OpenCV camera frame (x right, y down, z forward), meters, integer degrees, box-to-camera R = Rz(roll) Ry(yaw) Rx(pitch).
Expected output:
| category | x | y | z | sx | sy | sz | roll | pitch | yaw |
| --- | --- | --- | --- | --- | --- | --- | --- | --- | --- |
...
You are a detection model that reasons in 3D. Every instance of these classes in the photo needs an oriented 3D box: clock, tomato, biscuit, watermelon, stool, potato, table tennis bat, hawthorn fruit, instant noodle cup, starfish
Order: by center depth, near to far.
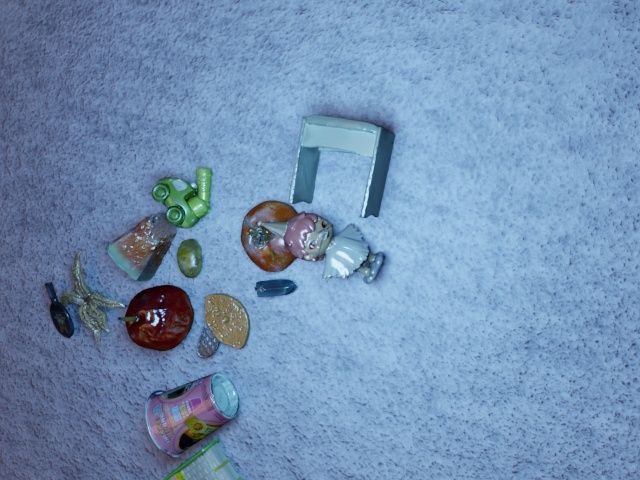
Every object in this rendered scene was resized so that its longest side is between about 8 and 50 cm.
| category | x | y | z | sx | sy | sz | roll | pitch | yaw |
| --- | --- | --- | --- | --- | --- | --- | --- | --- | --- |
| stool | 0.065 | -0.219 | 1.567 | 0.243 | 0.170 | 0.270 | 14 | 98 | 21 |
| tomato | -0.166 | -0.012 | 1.710 | 0.236 | 0.095 | 0.237 | 1 | 94 | 22 |
| instant noodle cup | -0.425 | 0.574 | 1.787 | 0.254 | 0.244 | 0.244 | -29 | 82 | 14 |
| biscuit | -0.318 | 0.270 | 1.804 | 0.142 | 0.029 | 0.221 | -41 | 79 | 2 |
| hawthorn fruit | -0.580 | 0.269 | 1.804 | 0.210 | 0.266 | 0.231 | 5 | 91 | 40 |
| clock | -0.384 | 0.867 | 1.836 | 0.219 | 0.106 | 0.255 | -41 | 79 | 19 |
| potato | -0.459 | 0.064 | 1.842 | 0.091 | 0.070 | 0.138 | -9 | 89 | 21 |
| watermelon | -0.607 | 0.011 | 1.857 | 0.140 | 0.193 | 0.257 | 44 | 93 | 13 |
| starfish | -0.860 | 0.235 | 1.996 | 0.293 | 0.084 | 0.302 | 40 | 113 | 19 |
| table tennis bat | -1.034 | 0.276 | 2.072 | 0.150 | 0.027 | 0.237 | -3 | 107 | 38 |

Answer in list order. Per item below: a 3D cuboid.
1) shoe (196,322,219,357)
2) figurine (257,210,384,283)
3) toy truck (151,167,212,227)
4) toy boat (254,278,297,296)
| category | x | y | z | sx | sy | sz | roll | pitch | yaw |
| --- | --- | --- | --- | --- | --- | --- | --- | --- | --- |
| shoe | -0.379 | 0.324 | 1.840 | 0.071 | 0.049 | 0.179 | 11 | 79 | 5 |
| figurine | 0.000 | 0.000 | 1.582 | 0.386 | 0.166 | 0.207 | 28 | 70 | 1 |
| toy truck | -0.454 | -0.139 | 1.801 | 0.210 | 0.148 | 0.187 | -16 | 85 | -3 |
| toy boat | -0.144 | 0.156 | 1.731 | 0.141 | 0.060 | 0.055 | -6 | 90 | 15 |
